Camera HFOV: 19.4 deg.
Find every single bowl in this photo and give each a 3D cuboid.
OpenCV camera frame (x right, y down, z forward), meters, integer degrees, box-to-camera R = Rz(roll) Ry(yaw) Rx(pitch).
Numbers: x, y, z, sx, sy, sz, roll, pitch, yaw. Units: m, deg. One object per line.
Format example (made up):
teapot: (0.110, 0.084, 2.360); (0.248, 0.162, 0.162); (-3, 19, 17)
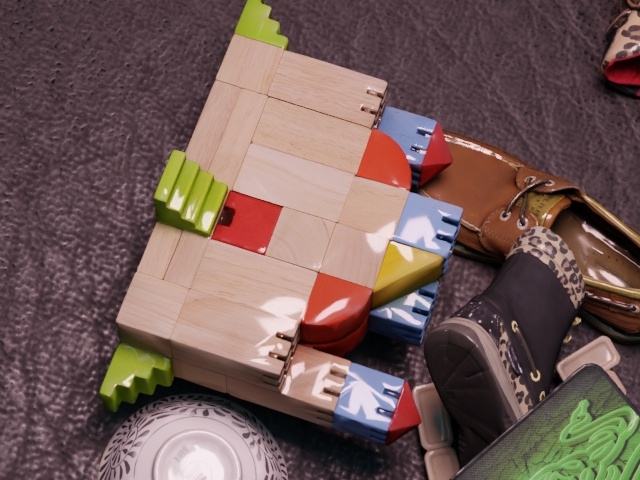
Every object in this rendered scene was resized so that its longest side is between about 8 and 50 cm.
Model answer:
bowl: (-0.107, 0.206, 1.610); (0.170, 0.080, 0.170); (2, 73, -7)

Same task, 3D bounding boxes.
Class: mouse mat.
mouse mat: (0.200, 0.213, 1.526); (0.190, 0.007, 0.152); (-41, 91, -3)

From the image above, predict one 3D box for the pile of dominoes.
pile of dominoes: (0.192, 0.220, 1.677); (0.196, 0.040, 0.251); (-10, 83, -10)

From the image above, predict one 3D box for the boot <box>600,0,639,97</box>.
boot: (0.302, -0.292, 1.786); (0.377, 0.138, 0.284); (12, 72, -11)

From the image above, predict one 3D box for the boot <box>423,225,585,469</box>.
boot: (0.184, 0.123, 1.618); (0.178, 0.085, 0.236); (-49, 127, -41)

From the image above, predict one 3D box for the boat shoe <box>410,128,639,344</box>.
boat shoe: (0.199, -0.022, 1.703); (0.307, 0.104, 0.110); (29, 72, 3)

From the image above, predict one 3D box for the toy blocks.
toy blocks: (0.000, 0.000, 1.608); (0.261, 0.190, 0.381); (17, 68, 6)
